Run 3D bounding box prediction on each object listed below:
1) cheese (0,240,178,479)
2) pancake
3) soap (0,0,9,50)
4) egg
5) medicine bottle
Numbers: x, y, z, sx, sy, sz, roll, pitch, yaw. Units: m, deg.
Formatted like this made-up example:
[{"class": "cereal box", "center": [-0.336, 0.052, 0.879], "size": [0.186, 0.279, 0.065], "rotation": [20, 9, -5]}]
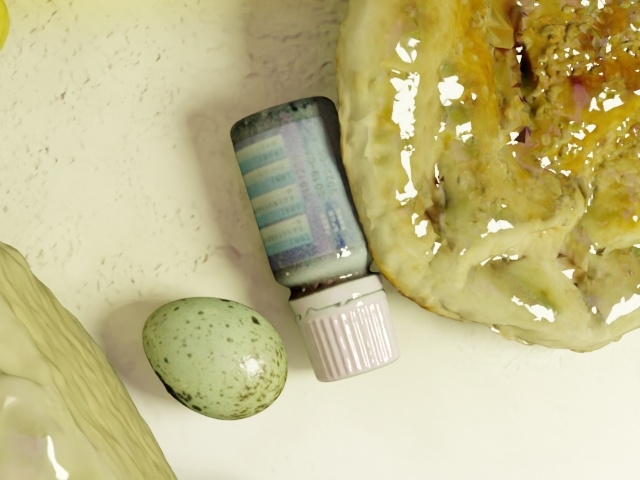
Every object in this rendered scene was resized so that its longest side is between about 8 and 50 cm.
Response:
[{"class": "cheese", "center": [-0.175, 0.144, 0.831], "size": [0.115, 0.326, 0.318], "rotation": [-32, 53, -4]}, {"class": "pancake", "center": [0.182, -0.108, 0.970], "size": [0.387, 0.082, 0.387], "rotation": [1, 86, -19]}, {"class": "soap", "center": [-0.309, -0.179, 0.948], "size": [0.168, 0.033, 0.089], "rotation": [33, 80, -5]}, {"class": "egg", "center": [-0.077, 0.083, 0.937], "size": [0.110, 0.085, 0.085], "rotation": [22, 83, -3]}, {"class": "medicine bottle", "center": [0.000, 0.000, 0.956], "size": [0.083, 0.083, 0.203], "rotation": [-17, 87, -9]}]
